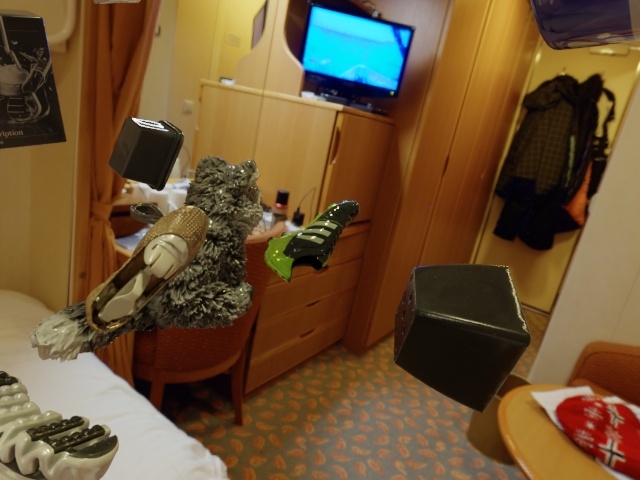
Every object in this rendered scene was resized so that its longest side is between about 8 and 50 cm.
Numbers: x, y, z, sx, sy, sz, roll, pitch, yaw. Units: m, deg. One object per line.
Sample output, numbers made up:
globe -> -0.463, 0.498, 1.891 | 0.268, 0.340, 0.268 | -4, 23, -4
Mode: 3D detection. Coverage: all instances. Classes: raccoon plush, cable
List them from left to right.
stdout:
cable -> -0.381, -0.048, 1.060 | 0.139, 0.072, 0.287 | -19, 40, -25
raccoon plush -> -0.245, 0.002, 0.756 | 0.216, 0.300, 0.446 | 12, 15, 17

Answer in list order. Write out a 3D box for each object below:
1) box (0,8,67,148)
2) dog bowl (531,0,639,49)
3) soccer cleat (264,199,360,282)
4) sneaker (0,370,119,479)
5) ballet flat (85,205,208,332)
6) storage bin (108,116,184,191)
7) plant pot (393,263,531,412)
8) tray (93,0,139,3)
box -> -0.859, -0.395, 1.061 | 0.343, 0.313, 0.179 | -19, 38, -37
dog bowl -> 0.277, -0.322, 0.397 | 0.104, 0.265, 0.264 | 9, 10, 40
soccer cleat -> 0.000, 0.000, 0.639 | 0.178, 0.060, 0.072 | -31, 69, -27
sneaker -> -0.369, 0.230, 0.485 | 0.292, 0.118, 0.110 | 17, -3, 22
ballet flat -> -0.218, 0.043, 0.552 | 0.073, 0.206, 0.067 | 41, 6, -28
storage bin -> -0.348, -0.177, 0.846 | 0.098, 0.135, 0.091 | 37, 16, 28
plant pot -> 0.224, 0.149, 0.752 | 0.166, 0.188, 0.188 | 13, 34, 1
tray -> -0.299, -0.523, 0.705 | 0.030, 0.270, 0.145 | 25, 31, -4
